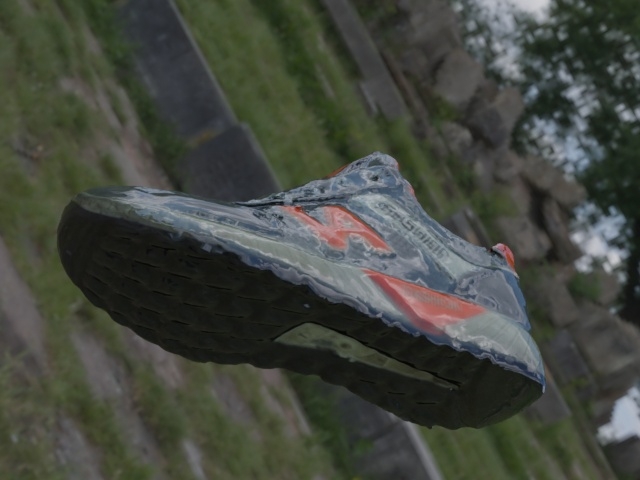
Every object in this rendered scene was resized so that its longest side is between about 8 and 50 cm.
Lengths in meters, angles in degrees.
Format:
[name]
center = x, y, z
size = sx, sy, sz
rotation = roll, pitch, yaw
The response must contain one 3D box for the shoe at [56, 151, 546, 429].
[shoe]
center = 0.000, 0.000, 0.851
size = 0.132, 0.337, 0.171
rotation = 125, -20, -51
